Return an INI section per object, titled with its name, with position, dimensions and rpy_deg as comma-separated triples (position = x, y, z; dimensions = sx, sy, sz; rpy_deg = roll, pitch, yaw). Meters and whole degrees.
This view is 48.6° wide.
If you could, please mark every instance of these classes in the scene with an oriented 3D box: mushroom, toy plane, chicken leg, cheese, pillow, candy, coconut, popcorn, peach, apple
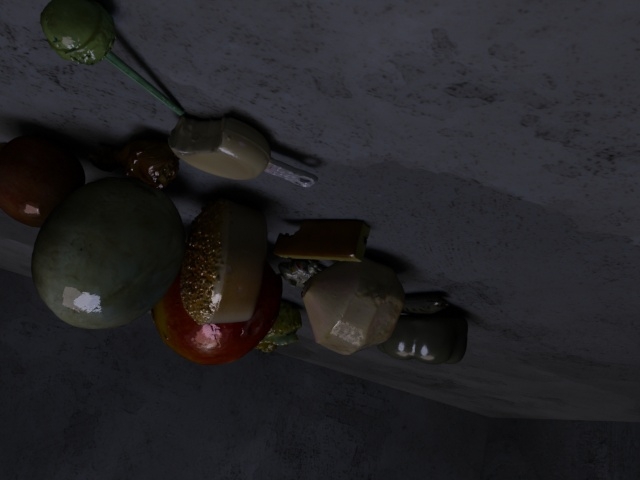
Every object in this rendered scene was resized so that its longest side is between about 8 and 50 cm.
[mushroom]
position = -0.447, 0.022, 1.512
dimensions = 0.260, 0.352, 0.352
rpy_deg = 34, 170, 22
[toy plane]
position = 0.013, 0.113, 1.940
dimensions = 0.286, 0.092, 0.108
rpy_deg = 25, 135, -23
[chicken leg]
position = -0.373, -0.161, 1.413
dimensions = 0.251, 0.087, 0.107
rpy_deg = 9, 145, 39
[cheese]
position = -0.137, -0.145, 1.266
dimensions = 0.248, 0.071, 0.163
rpy_deg = 27, 159, -36
[pillow]
position = 0.276, 0.180, 1.966
dimensions = 0.093, 0.051, 0.241
rpy_deg = 20, 162, -29
[candy]
position = -0.291, -0.256, 1.067
dimensions = 0.093, 0.092, 0.335
rpy_deg = -28, 160, 9
[coconut]
position = 0.074, 0.150, 1.743
dimensions = 0.259, 0.259, 0.259
rpy_deg = 14, 163, 4
[popcorn]
position = -0.177, 0.292, 2.488
dimensions = 0.221, 0.184, 0.204
rpy_deg = -15, 162, 34
[peach]
position = -0.268, 0.159, 1.897
dimensions = 0.369, 0.370, 0.370
rpy_deg = 14, 163, 4
[apple]
position = -0.604, -0.127, 1.508
dimensions = 0.173, 0.188, 0.188
rpy_deg = 33, 160, -5

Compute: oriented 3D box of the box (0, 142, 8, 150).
[box]
position = -0.751, -0.197, 1.692
dimensions = 0.156, 0.022, 0.089
rpy_deg = 1, 158, 39

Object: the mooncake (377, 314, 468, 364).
[mooncake]
position = 0.292, 0.278, 2.043
dimensions = 0.274, 0.135, 0.275
rpy_deg = 4, 178, 0

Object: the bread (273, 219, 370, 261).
[bread]
position = 0.000, 0.000, 1.576
dimensions = 0.226, 0.088, 0.049
rpy_deg = 3, 163, 36

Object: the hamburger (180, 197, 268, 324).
[hamburger]
position = -0.220, 0.050, 1.585
dimensions = 0.170, 0.302, 0.302
rpy_deg = 7, 165, -13
